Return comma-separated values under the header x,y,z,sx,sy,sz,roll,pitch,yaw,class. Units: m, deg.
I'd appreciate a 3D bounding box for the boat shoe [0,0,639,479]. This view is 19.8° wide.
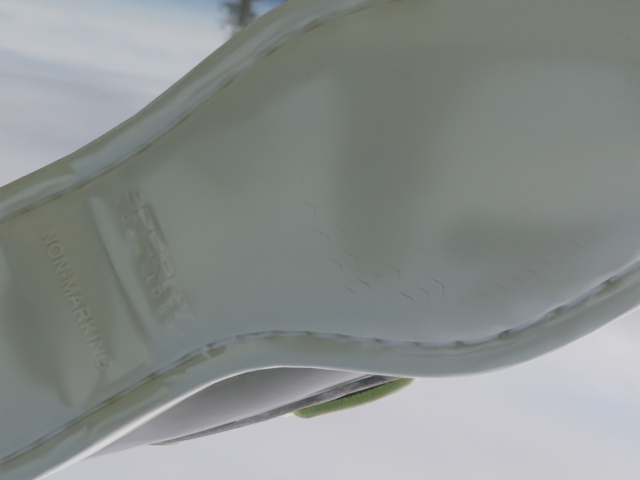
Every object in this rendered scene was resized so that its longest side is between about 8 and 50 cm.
x,y,z,sx,sy,sz,roll,pitch,yaw,class
-0.002,-0.004,0.526,0.305,0.109,0.091,-21,177,28,boat shoe
